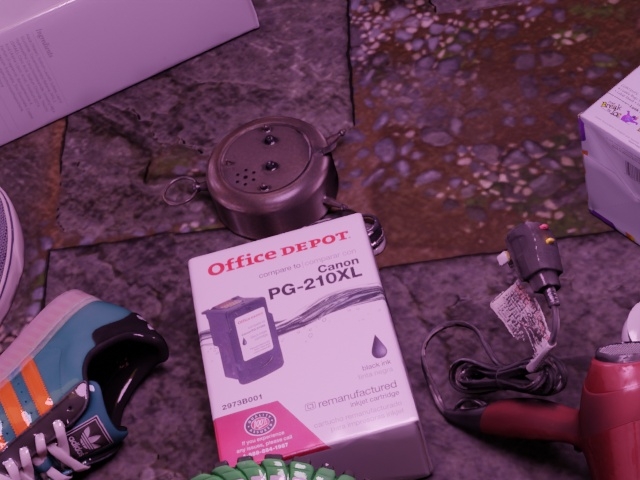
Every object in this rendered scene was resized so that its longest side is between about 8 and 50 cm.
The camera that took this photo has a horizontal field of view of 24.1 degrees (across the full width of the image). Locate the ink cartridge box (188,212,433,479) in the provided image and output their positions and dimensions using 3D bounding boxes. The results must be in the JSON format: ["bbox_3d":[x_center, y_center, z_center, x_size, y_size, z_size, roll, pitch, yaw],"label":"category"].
[{"bbox_3d":[-0.014,0.109,1.336,0.172,0.100,0.237,-15,50,1],"label":"ink cartridge box"}]

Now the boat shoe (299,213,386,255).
[{"bbox_3d":[0.000,0.000,1.460,0.125,0.038,0.046,-6,51,9],"label":"boat shoe"}]

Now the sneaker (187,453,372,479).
[{"bbox_3d":[0.018,0.264,1.182,0.344,0.134,0.146,5,54,17],"label":"sneaker"}]

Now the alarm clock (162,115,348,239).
[{"bbox_3d":[-0.069,-0.064,1.517,0.192,0.064,0.129,-10,50,10],"label":"alarm clock"}]

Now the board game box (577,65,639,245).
[{"bbox_3d":[0.389,-0.117,1.385,0.275,0.142,0.144,-38,53,-16],"label":"board game box"}]

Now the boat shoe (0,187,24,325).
[{"bbox_3d":[-0.383,0.040,1.449,0.127,0.158,0.340,-6,51,10],"label":"boat shoe"}]

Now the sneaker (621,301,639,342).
[{"bbox_3d":[0.329,0.151,1.231,0.090,0.095,0.235,-25,70,-13],"label":"sneaker"}]

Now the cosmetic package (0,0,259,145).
[{"bbox_3d":[-0.289,-0.271,1.679,0.385,0.156,0.217,-23,50,-6],"label":"cosmetic package"}]

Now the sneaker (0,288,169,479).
[{"bbox_3d":[-0.252,0.172,1.342,0.121,0.108,0.302,16,56,30],"label":"sneaker"}]

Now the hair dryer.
[{"bbox_3d":[0.209,0.145,1.230,0.080,0.223,0.293,-13,60,-31],"label":"hair dryer"}]
